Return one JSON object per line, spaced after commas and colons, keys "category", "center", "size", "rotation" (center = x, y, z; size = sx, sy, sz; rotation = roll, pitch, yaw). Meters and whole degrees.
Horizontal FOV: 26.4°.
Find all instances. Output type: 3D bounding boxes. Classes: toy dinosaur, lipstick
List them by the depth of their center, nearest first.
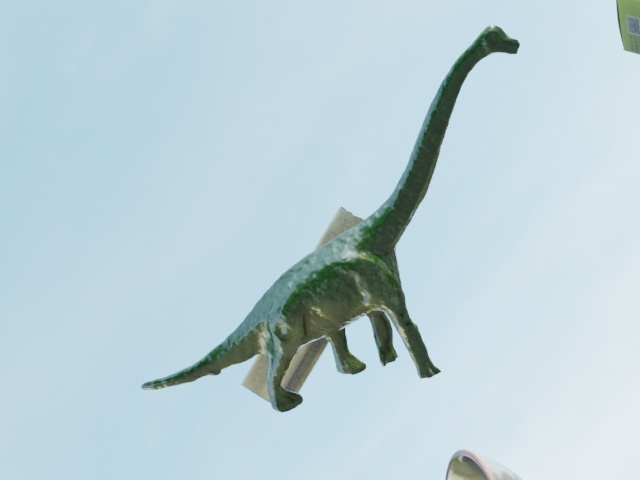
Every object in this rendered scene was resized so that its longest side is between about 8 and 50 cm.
{"category": "toy dinosaur", "center": [0.000, 0.000, 1.274], "size": [0.087, 0.447, 0.301], "rotation": [-79, -28, -68]}
{"category": "lipstick", "center": [-0.004, 0.087, 1.687], "size": [0.253, 0.079, 0.077], "rotation": [-60, -19, -5]}

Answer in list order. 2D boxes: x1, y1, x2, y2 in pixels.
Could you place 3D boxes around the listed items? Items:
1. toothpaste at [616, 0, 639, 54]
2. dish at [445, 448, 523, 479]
{"category": "toothpaste", "center": [0.477, -0.237, 1.523], "size": [0.110, 0.327, 0.077], "rotation": [-23, -63, -22]}
{"category": "dish", "center": [0.214, 0.345, 1.457], "size": [0.085, 0.260, 0.260], "rotation": [-10, -59, -12]}
